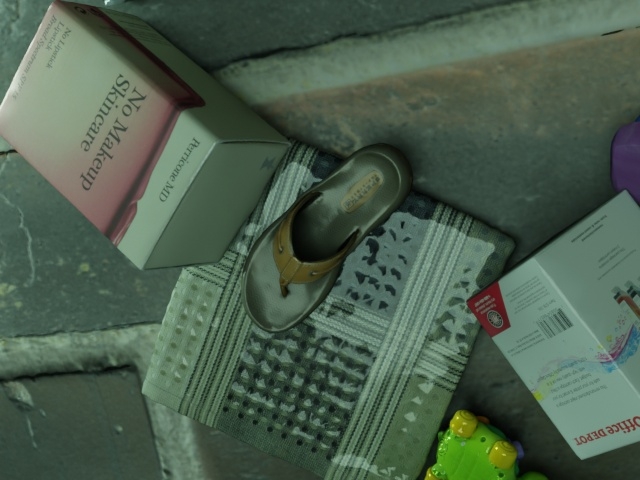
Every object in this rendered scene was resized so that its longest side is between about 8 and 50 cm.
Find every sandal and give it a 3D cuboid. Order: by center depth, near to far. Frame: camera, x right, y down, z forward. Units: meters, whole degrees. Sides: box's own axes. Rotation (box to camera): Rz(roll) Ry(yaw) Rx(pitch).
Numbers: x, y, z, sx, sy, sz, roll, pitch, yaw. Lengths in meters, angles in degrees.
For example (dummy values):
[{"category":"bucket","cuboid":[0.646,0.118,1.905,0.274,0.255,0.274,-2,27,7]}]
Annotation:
[{"category":"sandal","cuboid":[0.000,0.000,0.989,0.219,0.060,0.090,-44,89,18]}]

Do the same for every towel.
[{"category":"towel","cuboid":[-0.002,0.078,1.067,0.312,0.056,0.324,24,105,8]}]

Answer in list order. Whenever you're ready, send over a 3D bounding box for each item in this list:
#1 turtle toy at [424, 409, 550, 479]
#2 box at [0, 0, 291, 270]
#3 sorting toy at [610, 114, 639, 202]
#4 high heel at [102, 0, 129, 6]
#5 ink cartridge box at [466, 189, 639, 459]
[{"category":"turtle toy","cuboid":[0.168,0.224,1.028,0.130,0.066,0.095,36,118,29]},{"category":"box","cuboid":[-0.172,-0.100,1.001,0.232,0.127,0.149,41,111,22]},{"category":"sorting toy","cuboid":[0.429,-0.041,0.883,0.365,0.126,0.127,23,145,14]},{"category":"high heel","cuboid":[-0.128,-0.334,0.978,0.261,0.093,0.186,-7,107,27]},{"category":"ink cartridge box","cuboid":[0.245,0.076,0.913,0.176,0.127,0.128,55,151,6]}]
